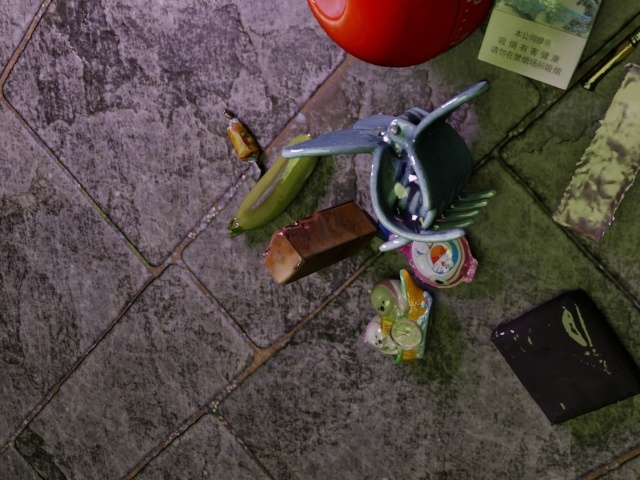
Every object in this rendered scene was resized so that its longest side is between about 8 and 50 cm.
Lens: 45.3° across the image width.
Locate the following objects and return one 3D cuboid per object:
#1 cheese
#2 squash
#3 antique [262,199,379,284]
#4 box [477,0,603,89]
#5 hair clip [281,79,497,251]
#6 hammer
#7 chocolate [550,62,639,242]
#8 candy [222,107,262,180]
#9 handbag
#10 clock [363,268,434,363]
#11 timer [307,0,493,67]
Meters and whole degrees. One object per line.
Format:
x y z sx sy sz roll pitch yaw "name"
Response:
0.217 0.012 1.608 0.244 0.062 0.155 31 122 26 "cheese"
-0.105 -0.105 1.715 0.094 0.094 0.341 46 119 5 "squash"
0.000 0.000 1.562 0.093 0.310 0.087 51 123 12 "antique"
0.382 -0.401 1.274 0.164 0.069 0.256 24 126 16 "box"
0.184 -0.138 1.423 0.392 0.318 0.238 -15 102 28 "hair clip"
0.535 -0.341 1.340 0.078 0.021 0.201 48 121 4 "hammer"
0.530 -0.161 1.358 0.112 0.112 0.321 29 120 17 "chocolate"
-0.170 -0.219 1.728 0.046 0.053 0.182 -24 98 24 "candy"
0.490 0.243 1.542 0.223 0.080 0.246 -35 90 32 "handbag"
0.168 0.168 1.666 0.144 0.103 0.230 11 114 14 "clock"
0.119 -0.486 1.309 0.378 0.279 0.378 49 155 32 "timer"
